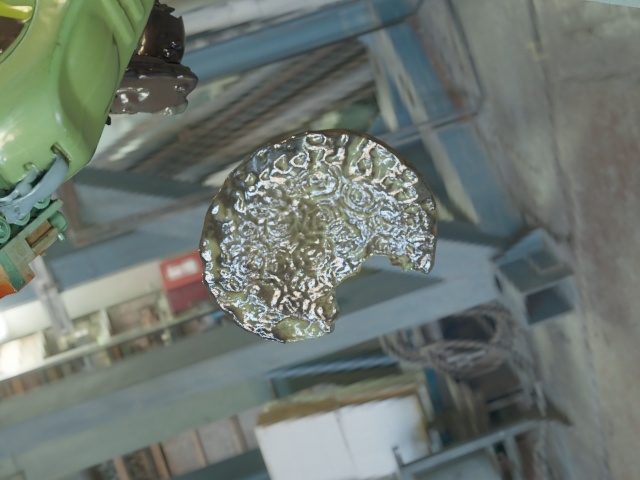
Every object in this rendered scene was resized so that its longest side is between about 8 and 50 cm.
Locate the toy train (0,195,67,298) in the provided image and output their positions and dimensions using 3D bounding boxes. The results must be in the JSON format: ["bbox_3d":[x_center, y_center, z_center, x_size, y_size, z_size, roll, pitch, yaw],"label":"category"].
[{"bbox_3d":[-0.436,-0.008,1.779,0.118,0.074,0.176,60,-140,-18],"label":"toy train"}]

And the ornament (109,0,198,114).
[{"bbox_3d":[-0.320,-0.314,1.870,0.106,0.251,0.260,-60,41,48],"label":"ornament"}]

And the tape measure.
[{"bbox_3d":[-0.171,-0.095,0.638,0.087,0.154,0.177,71,-151,-58],"label":"tape measure"}]

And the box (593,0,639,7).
[{"bbox_3d":[0.507,-0.478,2.083,0.225,0.129,0.086,17,152,31],"label":"box"}]

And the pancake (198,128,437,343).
[{"bbox_3d":[0.000,0.000,1.487,0.033,0.286,0.288,-101,26,-68],"label":"pancake"}]
